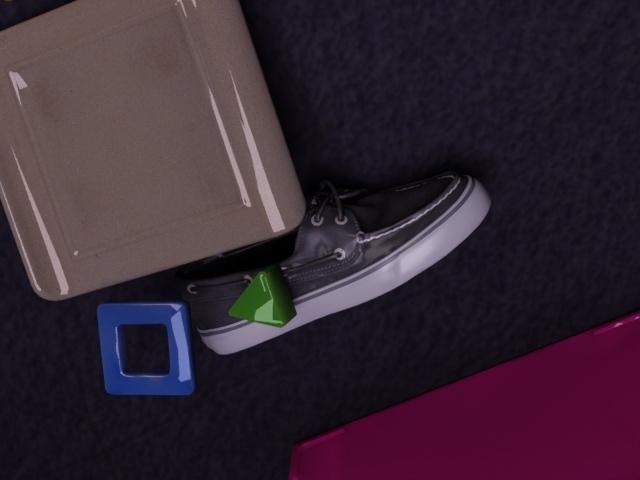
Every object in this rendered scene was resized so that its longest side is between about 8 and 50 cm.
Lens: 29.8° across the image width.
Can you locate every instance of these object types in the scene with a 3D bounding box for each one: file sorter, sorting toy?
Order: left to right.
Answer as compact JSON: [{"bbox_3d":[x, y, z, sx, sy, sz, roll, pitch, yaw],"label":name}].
[{"bbox_3d":[-0.121,-0.072,0.783,0.196,0.047,0.348,-17,96,17],"label":"sorting toy"},{"bbox_3d":[0.141,0.219,0.831,0.290,0.202,0.182,-24,114,16],"label":"file sorter"}]

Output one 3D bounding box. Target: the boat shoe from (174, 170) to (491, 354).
[{"bbox_3d":[0.000,0.000,0.812,0.228,0.080,0.076,-25,112,24],"label":"boat shoe"}]
